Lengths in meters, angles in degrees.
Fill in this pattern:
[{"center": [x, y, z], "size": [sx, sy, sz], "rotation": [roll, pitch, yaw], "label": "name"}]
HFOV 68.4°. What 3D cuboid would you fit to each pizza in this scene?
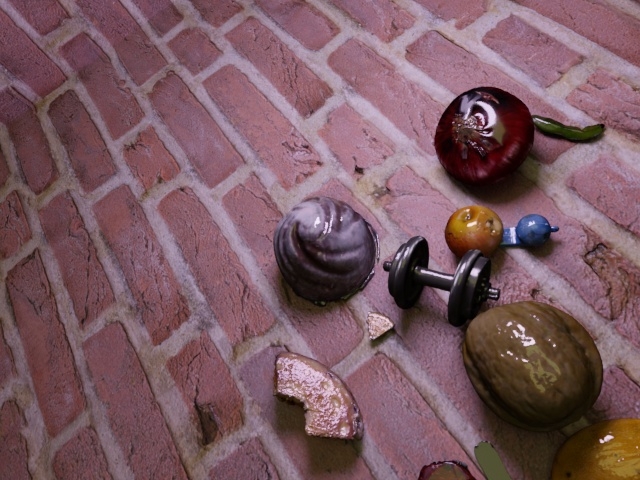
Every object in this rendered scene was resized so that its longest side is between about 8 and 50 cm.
[{"center": [-0.017, 0.389, 1.172], "size": [0.161, 0.086, 0.305], "rotation": [-36, 59, -27], "label": "pizza"}, {"center": [0.147, 0.227, 1.231], "size": [0.083, 0.025, 0.078], "rotation": [25, 70, 29], "label": "pizza"}]

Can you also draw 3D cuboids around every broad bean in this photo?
[{"center": [0.680, -0.309, 1.306], "size": [0.195, 0.046, 0.061], "rotation": [11, 57, 18], "label": "broad bean"}]

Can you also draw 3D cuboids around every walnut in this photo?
[{"center": [0.443, 0.258, 1.001], "size": [0.282, 0.227, 0.283], "rotation": [-12, 64, 26], "label": "walnut"}]

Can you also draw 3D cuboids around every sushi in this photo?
[{"center": [0.281, 0.574, 0.963], "size": [0.136, 0.126, 0.225], "rotation": [-20, 54, 10], "label": "sushi"}]

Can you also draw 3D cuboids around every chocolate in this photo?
[{"center": [0.000, 0.000, 1.287], "size": [0.302, 0.213, 0.304], "rotation": [-8, 61, 15], "label": "chocolate"}]

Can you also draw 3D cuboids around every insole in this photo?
[{"center": [0.395, 0.526, 1.012], "size": [0.064, 0.004, 0.189], "rotation": [-30, 59, 2], "label": "insole"}]

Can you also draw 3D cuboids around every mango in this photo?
[{"center": [0.584, 0.443, 0.929], "size": [0.261, 0.109, 0.157], "rotation": [-25, 63, 7], "label": "mango"}]

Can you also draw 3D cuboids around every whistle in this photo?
[{"center": [0.521, -0.024, 1.197], "size": [0.157, 0.090, 0.091], "rotation": [-4, 64, 16], "label": "whistle"}]

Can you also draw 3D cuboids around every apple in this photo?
[{"center": [0.388, -0.022, 1.204], "size": [0.146, 0.146, 0.147], "rotation": [-8, 63, 15], "label": "apple"}]

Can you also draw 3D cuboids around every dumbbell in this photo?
[{"center": [0.286, 0.096, 1.143], "size": [0.289, 0.192, 0.192], "rotation": [15, 70, 30], "label": "dumbbell"}]

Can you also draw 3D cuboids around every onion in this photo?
[{"center": [0.461, -0.280, 1.296], "size": [0.272, 0.284, 0.274], "rotation": [-1, 89, 49], "label": "onion"}]
